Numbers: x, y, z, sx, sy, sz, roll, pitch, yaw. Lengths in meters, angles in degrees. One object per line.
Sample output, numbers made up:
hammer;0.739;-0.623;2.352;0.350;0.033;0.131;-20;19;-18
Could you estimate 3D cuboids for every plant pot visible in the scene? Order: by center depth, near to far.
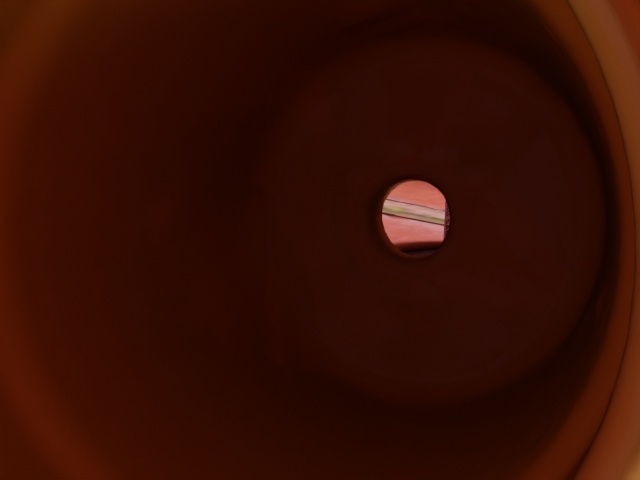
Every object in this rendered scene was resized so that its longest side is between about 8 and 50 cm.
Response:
plant pot;0.005;-0.004;0.454;0.254;0.254;0.239;0;-178;20

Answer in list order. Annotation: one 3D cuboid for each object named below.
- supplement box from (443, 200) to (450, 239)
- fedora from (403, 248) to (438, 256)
supplement box;0.133;0.014;0.692;0.073;0.130;0.239;9;166;-15
fedora;0.143;0.093;1.057;0.243;0.124;0.275;0;167;22
